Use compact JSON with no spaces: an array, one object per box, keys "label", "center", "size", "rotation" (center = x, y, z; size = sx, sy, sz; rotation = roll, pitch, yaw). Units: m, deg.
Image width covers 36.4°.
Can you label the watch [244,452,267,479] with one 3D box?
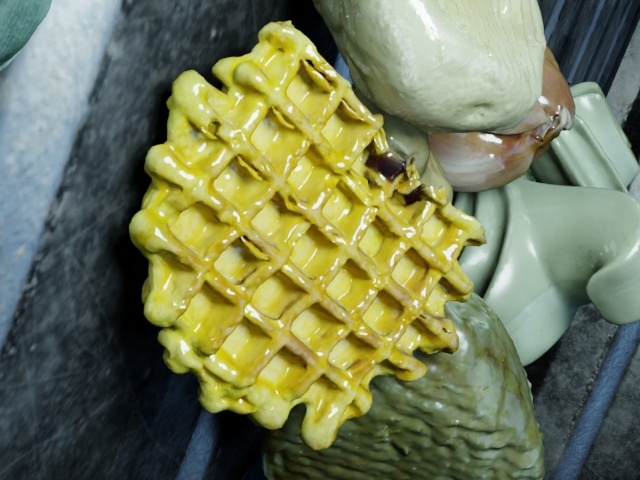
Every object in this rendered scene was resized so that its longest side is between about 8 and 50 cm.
[{"label":"watch","center":[-0.035,0.338,1.103],"size":[0.196,0.171,0.200],"rotation":[29,71,-70]}]

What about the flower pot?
[{"label":"flower pot","center":[0.239,-0.022,1.098],"size":[0.164,0.254,0.368],"rotation":[51,25,-27]}]

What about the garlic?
[{"label":"garlic","center":[0.164,-0.147,1.032],"size":[0.160,0.191,0.214],"rotation":[-56,177,28]}]

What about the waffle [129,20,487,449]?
[{"label":"waffle","center":[-0.001,0.000,0.694],"size":[0.283,0.065,0.310],"rotation":[-10,110,-28]}]

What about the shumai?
[{"label":"shumai","center":[0.075,0.109,0.979],"size":[0.330,0.291,0.289],"rotation":[85,10,-45]}]

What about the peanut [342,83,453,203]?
[{"label":"peanut","center":[0.047,-0.055,0.871],"size":[0.130,0.130,0.290],"rotation":[-63,159,-7]}]

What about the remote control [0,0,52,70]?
[{"label":"remote control","center":[-0.167,-0.129,0.319],"size":[0.104,0.052,0.247],"rotation":[-62,161,-7]}]

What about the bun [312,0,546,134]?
[{"label":"bun","center":[0.067,-0.179,0.712],"size":[0.231,0.133,0.231],"rotation":[25,57,-46]}]
